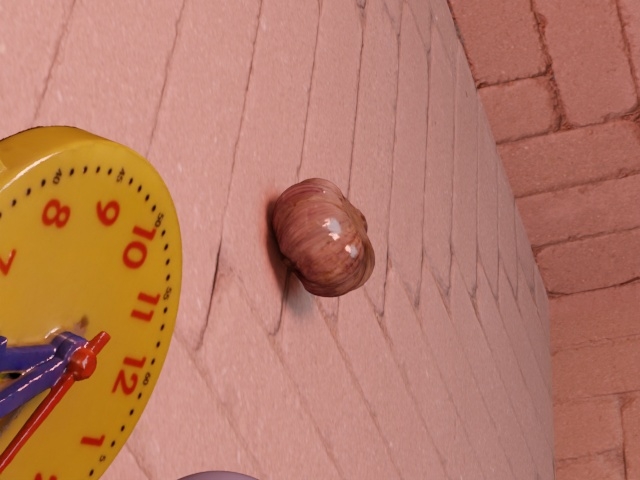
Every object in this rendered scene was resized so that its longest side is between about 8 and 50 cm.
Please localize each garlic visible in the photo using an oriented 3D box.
[{"bbox_3d":[0.000,0.000,1.743,0.147,0.102,0.159,57,12,-20],"label":"garlic"}]

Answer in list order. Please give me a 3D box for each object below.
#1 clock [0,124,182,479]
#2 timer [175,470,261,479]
[{"bbox_3d":[-0.175,0.068,0.948,0.293,0.071,0.277,11,98,-65],"label":"clock"},{"bbox_3d":[-0.112,0.280,1.151,0.255,0.175,0.175,-32,112,-44],"label":"timer"}]
